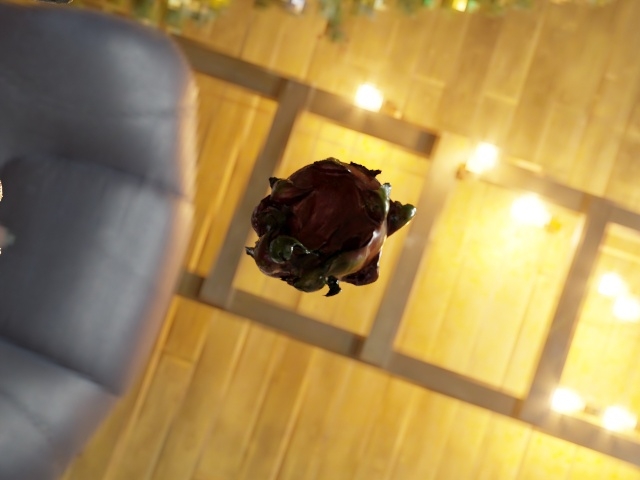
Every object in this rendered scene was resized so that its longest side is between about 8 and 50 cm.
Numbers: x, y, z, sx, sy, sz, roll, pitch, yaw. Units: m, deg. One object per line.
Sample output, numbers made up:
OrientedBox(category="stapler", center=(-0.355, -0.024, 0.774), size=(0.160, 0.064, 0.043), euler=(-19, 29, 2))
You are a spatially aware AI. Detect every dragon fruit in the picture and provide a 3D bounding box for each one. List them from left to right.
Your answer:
OrientedBox(category="dragon fruit", center=(0.000, 0.000, 1.378), size=(0.138, 0.142, 0.175), euler=(59, 25, -15))

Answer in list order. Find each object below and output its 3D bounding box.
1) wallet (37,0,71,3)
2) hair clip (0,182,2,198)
OrientedBox(category="wallet", center=(-0.315, -0.385, 1.381), size=(0.360, 0.252, 0.083), euler=(96, 11, -48))
OrientedBox(category="hair clip", center=(-0.256, -0.042, 1.026), size=(0.278, 0.090, 0.137), euler=(81, -12, -56))
